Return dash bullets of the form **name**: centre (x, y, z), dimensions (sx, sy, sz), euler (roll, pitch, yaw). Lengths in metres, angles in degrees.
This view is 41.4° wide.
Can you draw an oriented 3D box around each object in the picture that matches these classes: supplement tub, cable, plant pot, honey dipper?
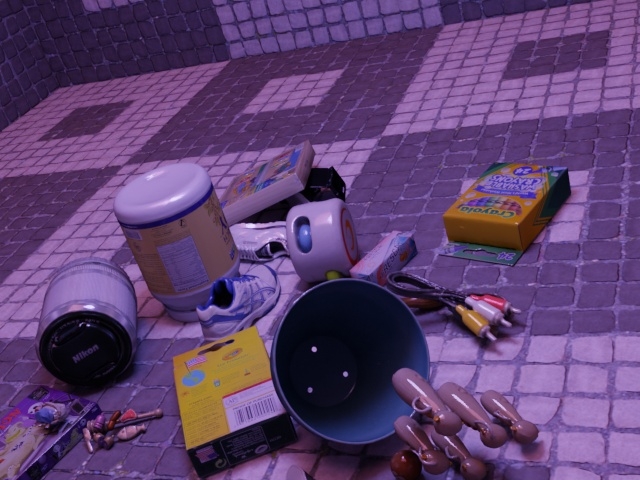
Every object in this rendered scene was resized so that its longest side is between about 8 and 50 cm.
- **supplement tub**: centre (-0.334, 0.006, 2.053), dimensions (0.241, 0.331, 0.241), euler (-14, 30, 8)
- **cable**: centre (0.277, 0.110, 1.743), dimensions (0.287, 0.072, 0.139), euler (31, 48, 28)
- **plant pot**: centre (0.031, 0.232, 1.571), dimensions (0.290, 0.290, 0.195), euler (-31, -4, -22)
- **honey dipper**: centre (-0.407, 0.375, 1.773), dimensions (0.160, 0.031, 0.030), euler (-13, 29, 2)

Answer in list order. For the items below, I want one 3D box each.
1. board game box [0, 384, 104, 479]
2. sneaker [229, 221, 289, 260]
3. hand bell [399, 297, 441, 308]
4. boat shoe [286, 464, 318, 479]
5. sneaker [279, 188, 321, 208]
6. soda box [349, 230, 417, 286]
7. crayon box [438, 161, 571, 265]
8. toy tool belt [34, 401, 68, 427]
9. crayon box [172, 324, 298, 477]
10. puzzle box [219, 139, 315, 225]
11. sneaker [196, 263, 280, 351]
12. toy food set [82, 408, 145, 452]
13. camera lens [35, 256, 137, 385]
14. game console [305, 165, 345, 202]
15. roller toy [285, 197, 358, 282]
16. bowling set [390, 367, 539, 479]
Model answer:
- **board game box**: centre (-0.643, 0.446, 1.762), dimensions (0.208, 0.056, 0.347), euler (2, 34, 38)
- **sneaker**: centre (-0.179, 0.013, 2.220), dimensions (0.235, 0.090, 0.095), euler (-11, 40, 16)
- **hand bell**: centre (0.166, 0.137, 1.821), dimensions (0.242, 0.126, 0.126), euler (-8, 28, -9)
- **boat shoe**: centre (-0.019, 0.428, 1.456), dimensions (0.125, 0.038, 0.046), euler (24, 91, 58)
- **sneaker**: centre (-0.034, -0.133, 2.389), dimensions (0.121, 0.079, 0.217), euler (-27, 31, -20)
- **soda box**: centre (0.150, 0.050, 1.995), dimensions (0.063, 0.058, 0.183), euler (11, 41, 41)
- **crayon box**: centre (0.437, -0.074, 2.025), dimensions (0.203, 0.083, 0.323), euler (9, 39, 39)
- **toy tool belt**: centre (-0.572, 0.365, 1.763), dimensions (0.083, 0.052, 0.051), euler (-5, 23, 23)
- **crayon box**: centre (-0.180, 0.312, 1.700), dimensions (0.202, 0.081, 0.318), euler (-20, 30, -4)
- **puzzle box**: centre (-0.157, -0.163, 2.399), dimensions (0.272, 0.052, 0.409), euler (-26, 15, 12)
- **sneaker**: centre (-0.186, 0.125, 1.977), dimensions (0.111, 0.131, 0.296), euler (-5, 30, 26)
- **toy food set**: centre (-0.427, 0.383, 1.741), dimensions (0.122, 0.019, 0.078), euler (-25, 59, -8)
- **camera lens**: centre (-0.538, 0.186, 1.970), dimensions (0.219, 0.219, 0.274), euler (-19, 29, -2)
- **game console**: centre (0.014, -0.155, 2.396), dimensions (0.071, 0.107, 0.122), euler (-29, 25, 20)
- **roller toy**: centre (0.000, 0.000, 2.024), dimensions (0.146, 0.191, 0.209), euler (-10, 30, 15)
- **bowling set**: centre (0.216, 0.342, 1.388), dimensions (0.287, 0.200, 0.154), euler (16, 16, -35)
